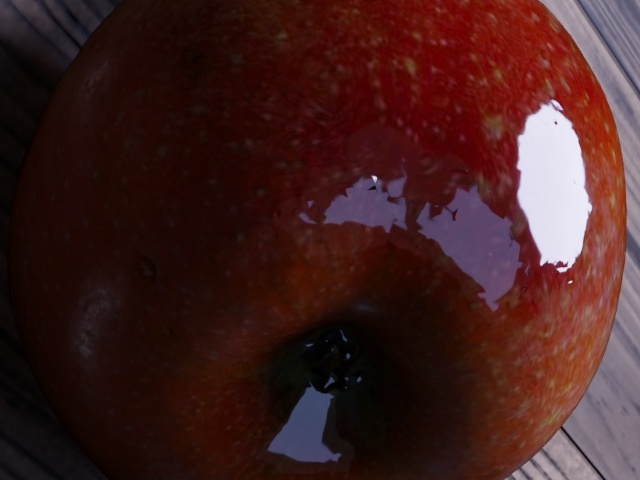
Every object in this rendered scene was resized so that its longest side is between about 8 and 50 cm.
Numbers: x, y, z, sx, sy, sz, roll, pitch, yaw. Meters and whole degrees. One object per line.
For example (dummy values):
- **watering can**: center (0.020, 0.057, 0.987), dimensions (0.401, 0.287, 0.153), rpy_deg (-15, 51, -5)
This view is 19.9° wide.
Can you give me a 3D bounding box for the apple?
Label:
- **apple**: center (0.000, 0.000, 1.020), dimensions (0.348, 0.348, 0.277), rpy_deg (57, 16, -31)
